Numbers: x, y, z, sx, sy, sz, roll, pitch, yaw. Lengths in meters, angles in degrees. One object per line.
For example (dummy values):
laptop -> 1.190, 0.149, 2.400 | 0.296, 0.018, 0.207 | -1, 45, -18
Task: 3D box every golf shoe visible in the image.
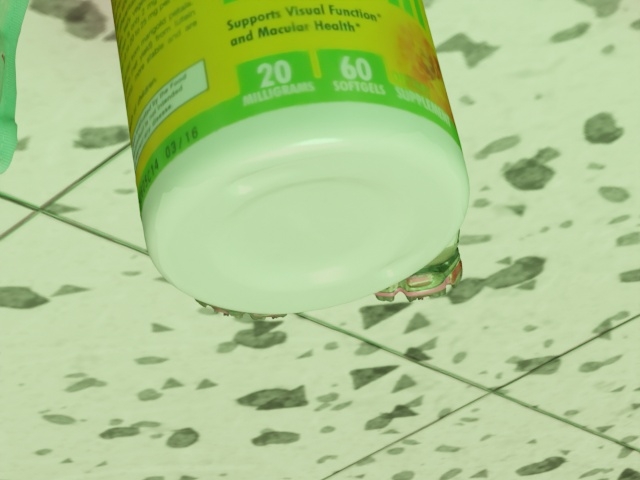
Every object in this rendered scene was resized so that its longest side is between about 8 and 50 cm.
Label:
golf shoe -> 0.000, 0.000, 1.092 | 0.186, 0.067, 0.086 | -9, 120, 0

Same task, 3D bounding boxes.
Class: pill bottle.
pill bottle -> -0.024, -0.104, 0.728 | 0.136, 0.246, 0.136 | -9, 148, -5

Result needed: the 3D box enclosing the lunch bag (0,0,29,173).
lunch bag -> -0.299, -0.102, 0.735 | 0.262, 0.160, 0.223 | -11, 154, 25
